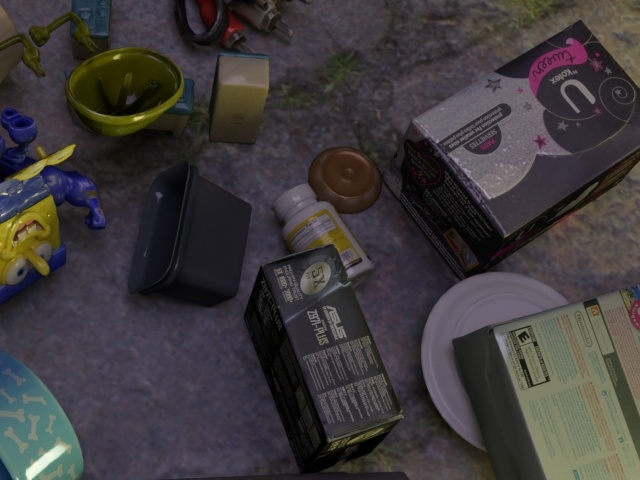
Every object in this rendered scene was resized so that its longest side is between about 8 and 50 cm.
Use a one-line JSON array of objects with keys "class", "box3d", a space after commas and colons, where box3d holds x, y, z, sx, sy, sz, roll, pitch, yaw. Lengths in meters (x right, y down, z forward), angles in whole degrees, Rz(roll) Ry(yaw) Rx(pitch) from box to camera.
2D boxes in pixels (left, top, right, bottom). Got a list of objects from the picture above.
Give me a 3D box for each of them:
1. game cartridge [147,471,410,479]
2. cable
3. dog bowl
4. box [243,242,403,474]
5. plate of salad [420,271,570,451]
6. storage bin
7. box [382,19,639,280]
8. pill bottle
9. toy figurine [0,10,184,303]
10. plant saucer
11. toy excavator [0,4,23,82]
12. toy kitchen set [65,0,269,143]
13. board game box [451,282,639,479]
[{"class": "game cartridge", "box3d": [-0.070, 0.271, 1.009, 0.355, 0.230, 0.068, 0, 98, -11]}, {"class": "cable", "box3d": [-0.149, -0.316, 1.355, 0.139, 0.072, 0.287, -44, 67, -7]}, {"class": "dog bowl", "box3d": [-0.316, 0.146, 1.011, 0.297, 0.166, 0.074, 23, 44, 36]}, {"class": "box", "box3d": [-0.002, 0.117, 1.124, 0.078, 0.147, 0.180, -16, 70, -17]}, {"class": "plate of salad", "box3d": [0.195, 0.129, 1.210, 0.200, 0.048, 0.199, 5, 67, -13]}, {"class": "storage bin", "box3d": [-0.130, 0.003, 1.188, 0.091, 0.098, 0.135, 25, 60, -30]}, {"class": "box", "box3d": [0.219, -0.098, 1.264, 0.247, 0.142, 0.163, -31, 76, -22]}, {"class": "pill bottle", "box3d": [0.000, 0.000, 1.221, 0.065, 0.065, 0.116, -28, 74, -21]}, {"class": "toy figurine", "box3d": [-0.302, -0.044, 1.126, 0.191, 0.217, 0.362, 28, 42, 22]}, {"class": "plant saucer", "box3d": [0.029, -0.070, 1.285, 0.083, 0.015, 0.083, 4, 66, -10]}, {"class": "toy excavator", "box3d": [-0.548, -0.340, 1.197, 0.433, 0.445, 0.222, 12, 57, 41]}, {"class": "toy kitchen set", "box3d": [-0.164, -0.209, 1.250, 0.207, 0.122, 0.166, 3, 66, -10]}, {"class": "board game box", "box3d": [0.309, 0.159, 1.156, 0.303, 0.097, 0.224, -13, 80, -23]}]
